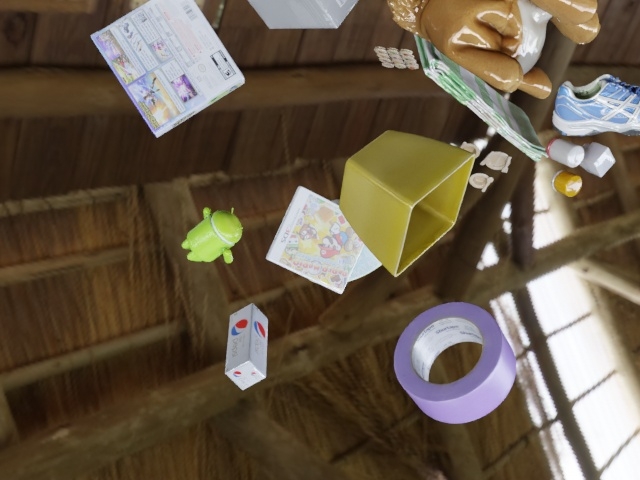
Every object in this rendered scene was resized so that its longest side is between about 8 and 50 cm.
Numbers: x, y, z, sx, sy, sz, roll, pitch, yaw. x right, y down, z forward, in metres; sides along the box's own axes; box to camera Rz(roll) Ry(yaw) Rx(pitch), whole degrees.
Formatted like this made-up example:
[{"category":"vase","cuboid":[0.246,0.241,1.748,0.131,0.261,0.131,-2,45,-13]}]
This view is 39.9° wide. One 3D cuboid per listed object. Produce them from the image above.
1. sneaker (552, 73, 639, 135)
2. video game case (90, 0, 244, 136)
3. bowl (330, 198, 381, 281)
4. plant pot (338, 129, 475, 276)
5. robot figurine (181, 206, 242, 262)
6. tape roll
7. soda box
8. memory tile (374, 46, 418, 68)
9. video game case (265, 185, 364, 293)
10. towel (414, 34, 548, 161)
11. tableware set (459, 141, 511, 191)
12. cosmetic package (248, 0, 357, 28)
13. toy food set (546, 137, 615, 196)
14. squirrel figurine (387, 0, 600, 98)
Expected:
[{"category":"sneaker","cuboid":[0.474,-0.216,1.391,0.211,0.081,0.080,-5,-145,11]},{"category":"video game case","cuboid":[-0.348,-0.414,2.027,0.269,0.244,0.061,57,174,1]},{"category":"bowl","cuboid":[0.061,-0.021,2.480,0.289,0.289,0.156,2,-131,-34]},{"category":"plant pot","cuboid":[0.157,-0.096,1.778,0.187,0.212,0.212,36,-126,23]},{"category":"robot figurine","cuboid":[-0.186,-0.008,1.545,0.067,0.115,0.101,15,-137,-60]},{"category":"tape roll","cuboid":[0.223,0.202,1.469,0.080,0.189,0.189,53,177,-42]},{"category":"soda box","cuboid":[-0.176,0.253,2.133,0.069,0.074,0.216,49,-159,-29]},{"category":"memory tile","cuboid":[0.217,-0.521,2.528,0.113,0.012,0.148,10,175,17]},{"category":"video game case","cuboid":[0.000,0.000,2.275,0.227,0.206,0.026,26,175,-20]},{"category":"towel","cuboid":[0.324,-0.307,1.807,0.325,0.038,0.248,34,-154,-20]},{"category":"tableware set","cuboid":[0.400,-0.196,2.288,0.168,0.141,0.020,21,-129,-10]},{"category":"cosmetic package","cuboid":[-0.031,-0.521,1.855,0.238,0.127,0.107,15,155,45]},{"category":"toy food set","cuboid":[0.466,-0.193,1.558,0.111,0.232,0.104,46,174,-39]},{"category":"squirrel figurine","cuboid":[0.323,-0.489,1.536,0.397,0.370,0.281,38,-159,26]}]
